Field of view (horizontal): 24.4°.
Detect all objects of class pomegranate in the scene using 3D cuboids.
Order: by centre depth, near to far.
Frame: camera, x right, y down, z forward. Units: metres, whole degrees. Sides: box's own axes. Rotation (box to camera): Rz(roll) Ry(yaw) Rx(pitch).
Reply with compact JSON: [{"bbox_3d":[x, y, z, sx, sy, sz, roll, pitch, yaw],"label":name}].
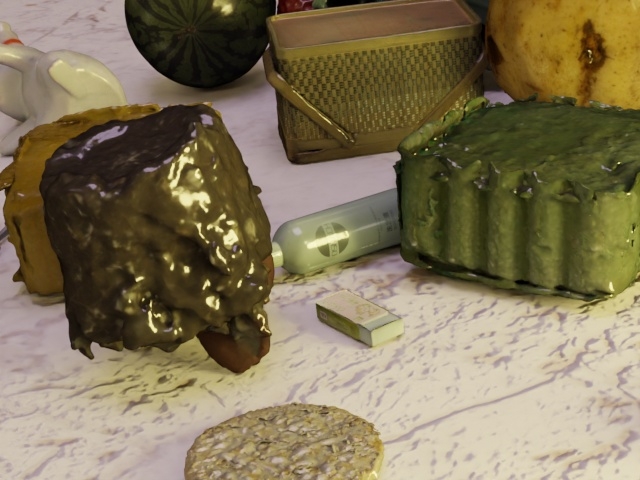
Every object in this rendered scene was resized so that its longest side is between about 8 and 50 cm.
[{"bbox_3d":[0.325,-0.240,1.644,0.281,0.281,0.281,-5,23,2],"label":"pomegranate"}]

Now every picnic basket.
[{"bbox_3d":[0.066,-0.195,1.747,0.266,0.139,0.165,-8,24,-5],"label":"picnic basket"}]

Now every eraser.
[{"bbox_3d":[0.034,0.068,1.300,0.038,0.019,0.083,-19,27,-30],"label":"eraser"}]

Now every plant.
[{"bbox_3d":[-0.130,0.009,1.252,0.178,0.234,0.204,-13,29,5],"label":"plant"}]

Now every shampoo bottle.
[{"bbox_3d":[0.000,0.000,1.423,0.195,0.056,0.056,-19,26,-24],"label":"shampoo bottle"}]

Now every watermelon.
[{"bbox_3d":[-0.159,-0.309,1.982,0.212,0.212,0.212,-5,23,2],"label":"watermelon"}]

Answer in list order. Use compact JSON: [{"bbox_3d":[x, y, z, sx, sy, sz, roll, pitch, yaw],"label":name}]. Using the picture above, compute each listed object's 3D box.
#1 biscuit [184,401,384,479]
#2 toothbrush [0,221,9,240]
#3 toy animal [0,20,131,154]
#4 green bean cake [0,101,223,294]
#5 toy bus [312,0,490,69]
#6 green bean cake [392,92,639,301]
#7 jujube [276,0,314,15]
[{"bbox_3d":[-0.027,0.162,1.099,0.152,0.020,0.152,-4,23,2],"label":"biscuit"},{"bbox_3d":[-0.327,-0.021,1.605,0.017,0.014,0.194,-1,24,13],"label":"toothbrush"},{"bbox_3d":[-0.364,-0.186,1.848,0.282,0.140,0.138,20,26,40],"label":"toy animal"},{"bbox_3d":[-0.199,-0.044,1.482,0.224,0.131,0.230,-8,26,1],"label":"green bean cake"},{"bbox_3d":[0.172,-0.336,1.894,0.343,0.183,0.199,19,23,0],"label":"toy bus"},{"bbox_3d":[0.218,-0.052,1.394,0.241,0.132,0.255,8,26,30],"label":"green bean cake"},{"bbox_3d":[0.025,-0.294,2.024,0.176,0.109,0.112,5,22,-4],"label":"jujube"}]
